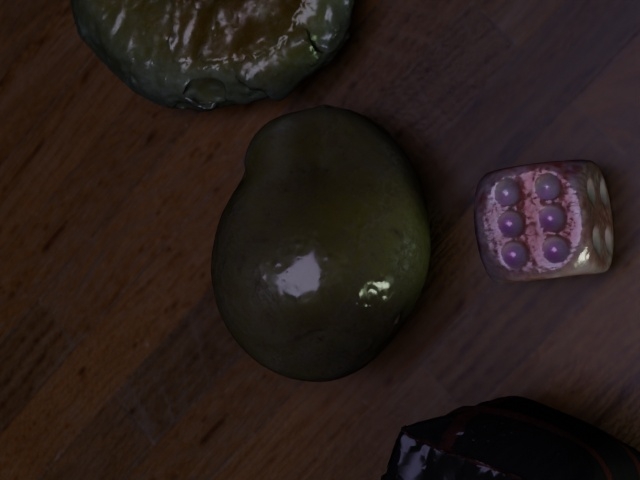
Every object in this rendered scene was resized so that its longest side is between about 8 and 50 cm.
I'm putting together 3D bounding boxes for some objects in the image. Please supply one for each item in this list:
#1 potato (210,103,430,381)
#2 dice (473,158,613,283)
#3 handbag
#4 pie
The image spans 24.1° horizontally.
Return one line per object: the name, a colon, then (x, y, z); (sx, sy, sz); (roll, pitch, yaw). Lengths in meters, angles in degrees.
potato: (0.000, 0.000, 1.257); (0.178, 0.160, 0.235); (3, 75, -13)
dice: (0.180, -0.014, 1.205); (0.094, 0.091, 0.093); (-9, 87, 24)
handbag: (0.149, 0.201, 1.156); (0.169, 0.215, 0.155); (25, 99, 26)
pie: (-0.100, -0.256, 1.345); (0.306, 0.071, 0.306); (-1, 86, 23)
